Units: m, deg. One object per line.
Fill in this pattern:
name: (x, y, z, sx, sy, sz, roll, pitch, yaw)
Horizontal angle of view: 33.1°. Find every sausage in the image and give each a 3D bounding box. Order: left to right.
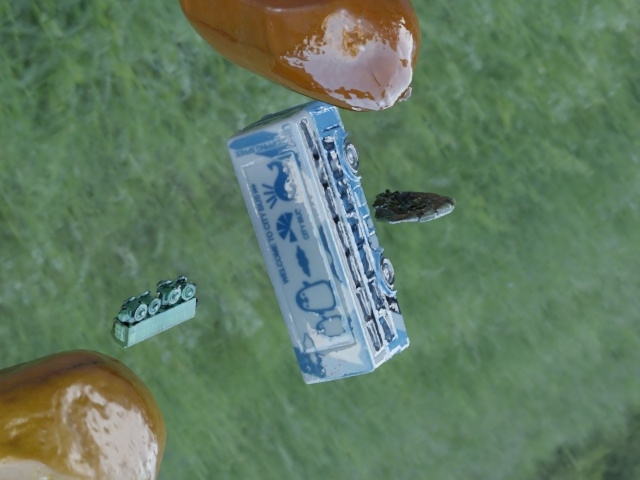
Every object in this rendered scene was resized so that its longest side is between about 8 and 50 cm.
sausage: (-0.018, -0.129, 0.591, 0.089, 0.179, 0.089, -32, 138, -34)

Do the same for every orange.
orange: (-0.241, 0.194, 0.893, 0.249, 0.183, 0.249, -17, 179, 0)

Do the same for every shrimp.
shrimp: (0.108, -0.046, 1.440, 0.091, 0.034, 0.161, -20, -165, -32)

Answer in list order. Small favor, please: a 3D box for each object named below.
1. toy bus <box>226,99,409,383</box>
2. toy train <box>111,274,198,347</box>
toy bus: (0.000, 0.000, 1.179, 0.106, 0.297, 0.131, -15, -172, 26)
toy train: (-0.228, 0.096, 1.509, 0.148, 0.038, 0.070, -24, 136, -47)
